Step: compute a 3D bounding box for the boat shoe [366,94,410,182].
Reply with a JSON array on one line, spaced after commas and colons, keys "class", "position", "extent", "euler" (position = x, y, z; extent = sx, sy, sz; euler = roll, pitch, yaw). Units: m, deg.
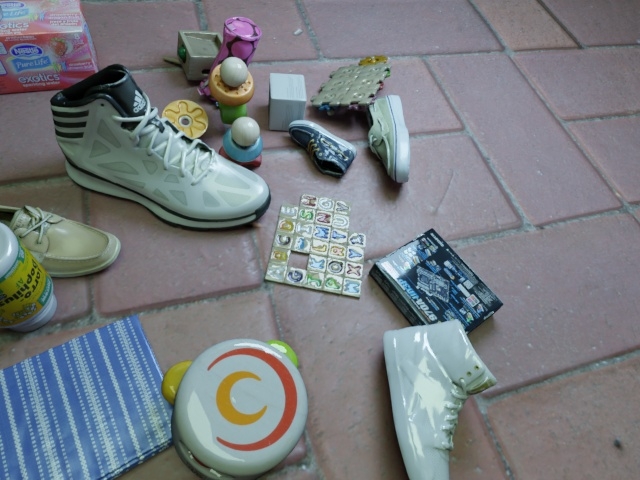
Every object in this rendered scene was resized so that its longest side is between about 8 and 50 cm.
[{"class": "boat shoe", "position": [0.166, -0.255, 1.074], "extent": [0.094, 0.109, 0.302], "euler": [-4, 49, 5]}]

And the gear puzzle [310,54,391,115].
[{"class": "gear puzzle", "position": [0.103, -0.439, 1.188], "extent": [0.175, 0.044, 0.339], "euler": [6, 45, 23]}]

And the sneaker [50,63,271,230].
[{"class": "sneaker", "position": [-0.312, -0.175, 0.830], "extent": [0.447, 0.257, 0.169], "euler": [15, 57, -1]}]

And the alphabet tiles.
[{"class": "alphabet tiles", "position": [0.000, 0.000, 0.926], "extent": [0.198, 0.009, 0.237], "euler": [11, 57, -3]}]

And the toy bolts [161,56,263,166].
[{"class": "toy bolts", "position": [-0.220, -0.268, 0.932], "extent": [0.218, 0.158, 0.229], "euler": [-25, 83, -21]}]

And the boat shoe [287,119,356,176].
[{"class": "boat shoe", "position": [-0.007, -0.223, 1.030], "extent": [0.183, 0.065, 0.083], "euler": [25, 56, 5]}]

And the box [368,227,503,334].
[{"class": "box", "position": [0.236, 0.099, 0.880], "extent": [0.175, 0.051, 0.220], "euler": [-29, 67, -25]}]

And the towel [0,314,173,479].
[{"class": "towel", "position": [-0.411, 0.286, 0.662], "extent": [0.336, 0.040, 0.243], "euler": [-23, 63, -25]}]

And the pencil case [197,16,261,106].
[{"class": "pencil case", "position": [-0.225, -0.435, 1.038], "extent": [0.098, 0.209, 0.095], "euler": [-11, 63, -40]}]

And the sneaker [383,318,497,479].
[{"class": "sneaker", "position": [0.210, 0.270, 0.700], "extent": [0.169, 0.108, 0.293], "euler": [-18, 57, 17]}]

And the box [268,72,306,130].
[{"class": "box", "position": [-0.086, -0.345, 1.071], "extent": [0.087, 0.101, 0.102], "euler": [-1, 57, -10]}]

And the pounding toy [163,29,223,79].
[{"class": "pounding toy", "position": [-0.327, -0.482, 1.130], "extent": [0.141, 0.100, 0.130], "euler": [-12, 61, -29]}]

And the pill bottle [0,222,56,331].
[{"class": "pill bottle", "position": [-0.502, 0.068, 0.673], "extent": [0.117, 0.208, 0.118], "euler": [5, 57, -7]}]

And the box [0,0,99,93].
[{"class": "box", "position": [-0.699, -0.455, 0.999], "extent": [0.299, 0.154, 0.142], "euler": [-13, 61, -16]}]

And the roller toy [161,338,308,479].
[{"class": "roller toy", "position": [-0.129, 0.263, 0.654], "extent": [0.209, 0.146, 0.191], "euler": [-1, 55, -24]}]

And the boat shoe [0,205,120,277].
[{"class": "boat shoe", "position": [-0.531, -0.009, 0.781], "extent": [0.302, 0.098, 0.109], "euler": [10, 57, -4]}]

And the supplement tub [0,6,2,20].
[{"class": "supplement tub", "position": [-0.725, -0.524, 0.834], "extent": [0.117, 0.190, 0.117], "euler": [5, 58, -8]}]
